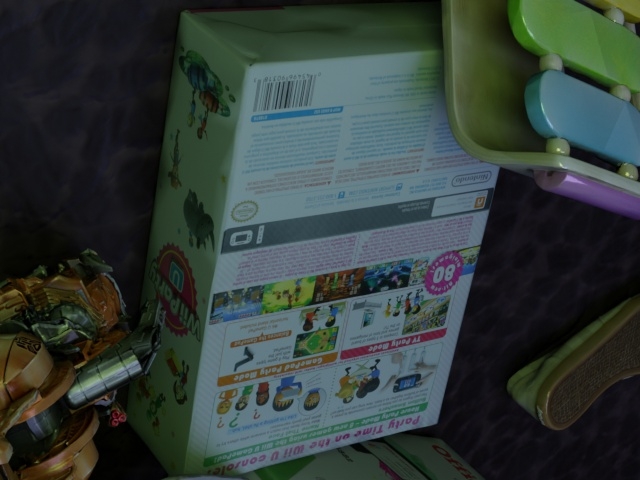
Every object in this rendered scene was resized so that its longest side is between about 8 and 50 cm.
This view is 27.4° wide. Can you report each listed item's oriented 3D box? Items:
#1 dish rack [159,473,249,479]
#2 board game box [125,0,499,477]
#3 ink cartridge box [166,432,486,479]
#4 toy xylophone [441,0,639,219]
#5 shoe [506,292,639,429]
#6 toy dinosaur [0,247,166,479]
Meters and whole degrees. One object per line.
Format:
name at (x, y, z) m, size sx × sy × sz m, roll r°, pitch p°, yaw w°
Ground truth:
dish rack at (-0.189, 0.247, 0.775) m, size 0.332 × 0.072 × 0.285 m, roll -28°, pitch 168°, yaw 1°
board game box at (0.000, 0.000, 0.880) m, size 0.224 × 0.097 × 0.303 m, roll -8°, pitch 122°, yaw -34°
ink cartridge box at (0.041, 0.238, 1.000) m, size 0.278 × 0.201 × 0.117 m, roll 16°, pitch 108°, yaw -44°
toy xylophone at (0.160, -0.167, 0.819) m, size 0.236 × 0.081 × 0.323 m, roll 2°, pitch 79°, yaw -46°
shoe at (0.261, 0.096, 1.196) m, size 0.219 × 0.058 × 0.077 m, roll -28°, pitch 113°, yaw -27°
toy dinosaur at (-0.189, 0.091, 0.669) m, size 0.218 × 0.164 × 0.322 m, roll -18°, pitch 180°, yaw 8°
